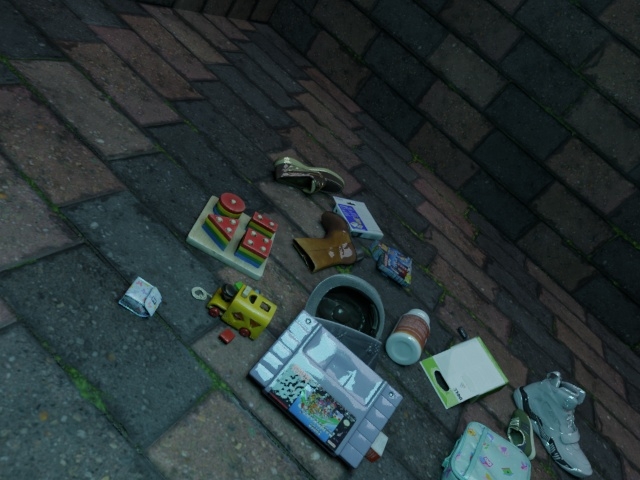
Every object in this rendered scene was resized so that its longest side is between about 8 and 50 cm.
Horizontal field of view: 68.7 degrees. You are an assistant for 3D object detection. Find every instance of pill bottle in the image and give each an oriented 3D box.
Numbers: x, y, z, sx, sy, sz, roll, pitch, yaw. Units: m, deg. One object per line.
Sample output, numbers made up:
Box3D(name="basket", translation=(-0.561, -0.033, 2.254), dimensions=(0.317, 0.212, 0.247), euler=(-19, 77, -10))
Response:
Box3D(name="pill bottle", translation=(0.312, 0.327, 1.626), dimensions=(0.121, 0.121, 0.216), euler=(43, 32, 6))

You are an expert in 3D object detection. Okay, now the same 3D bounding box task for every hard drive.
Box3D(name="hard drive", translation=(0.039, 0.325, 1.328), dimensions=(0.254, 0.054, 0.172), euler=(23, 73, -18))

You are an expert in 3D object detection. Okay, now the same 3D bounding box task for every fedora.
Box3D(name="fedora", translation=(0.061, 0.225, 1.442), dimensions=(0.275, 0.244, 0.124), euler=(28, -7, -18))

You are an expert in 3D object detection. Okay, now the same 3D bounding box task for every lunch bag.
Box3D(name="lunch bag", translation=(-0.435, 0.141, 1.148), dimensions=(0.083, 0.053, 0.071), euler=(40, 31, -16))
Box3D(name="lunch bag", translation=(0.473, 0.665, 1.345), dimensions=(0.224, 0.108, 0.279), euler=(34, 27, 19))

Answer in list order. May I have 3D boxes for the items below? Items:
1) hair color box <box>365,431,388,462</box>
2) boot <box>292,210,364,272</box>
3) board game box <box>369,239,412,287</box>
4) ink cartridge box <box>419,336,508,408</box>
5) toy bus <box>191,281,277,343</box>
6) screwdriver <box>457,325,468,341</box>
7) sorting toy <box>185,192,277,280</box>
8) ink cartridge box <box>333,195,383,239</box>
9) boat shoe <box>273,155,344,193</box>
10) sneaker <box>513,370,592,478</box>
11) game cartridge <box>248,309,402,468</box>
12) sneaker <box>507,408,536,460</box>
Box3D(name="hair color box", translation=(0.108, 0.511, 1.250), dimensions=(0.141, 0.043, 0.072), euler=(43, 32, 4))
Box3D(name="boot", translation=(0.000, 0.000, 1.785), dimensions=(0.280, 0.096, 0.264), euler=(-8, 62, -42))
Box3D(name="board game box", translation=(0.289, 0.092, 1.963), dimensions=(0.194, 0.060, 0.194), euler=(34, 32, -6))
Box3D(name="ink cartridge box", translation=(0.498, 0.481, 1.667), dimensions=(0.255, 0.097, 0.189), euler=(-17, 56, -15))
Box3D(name="toy bus", translation=(-0.219, 0.172, 1.282), dimensions=(0.202, 0.104, 0.191), euler=(4, 46, -45))
Box3D(name="screwdriver", translation=(0.610, 0.429, 1.913), dimensions=(0.025, 0.024, 0.170), euler=(-12, 60, -17))
Box3D(name="sorting toy", translation=(-0.265, -0.035, 1.514), dimensions=(0.255, 0.089, 0.257), euler=(31, 32, -14))
Box3D(name="ink cartridge box", translation=(0.159, -0.098, 2.083), dimensions=(0.206, 0.045, 0.208), euler=(8, 44, -41))
Box3D(name="boat shoe", translation=(-0.044, -0.248, 2.009), dimensions=(0.342, 0.123, 0.123), euler=(18, 51, -31))
Box3D(name="sneaker", translation=(0.905, 0.669, 1.723), dimensions=(0.137, 0.210, 0.366), euler=(-2, 50, -47))
Box3D(name="game cartridge", translation=(0.014, 0.378, 1.207), dimensions=(0.355, 0.068, 0.230), euler=(41, 60, 3))
Box3D(name="sneaker", translation=(0.697, 0.666, 1.648), dimensions=(0.086, 0.064, 0.192), euler=(35, 34, -16))
